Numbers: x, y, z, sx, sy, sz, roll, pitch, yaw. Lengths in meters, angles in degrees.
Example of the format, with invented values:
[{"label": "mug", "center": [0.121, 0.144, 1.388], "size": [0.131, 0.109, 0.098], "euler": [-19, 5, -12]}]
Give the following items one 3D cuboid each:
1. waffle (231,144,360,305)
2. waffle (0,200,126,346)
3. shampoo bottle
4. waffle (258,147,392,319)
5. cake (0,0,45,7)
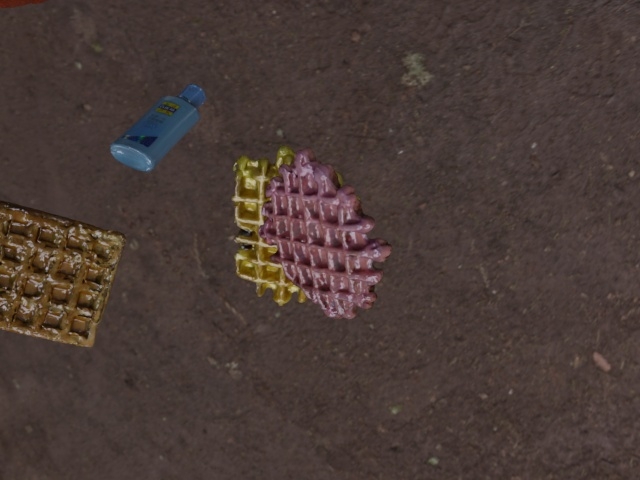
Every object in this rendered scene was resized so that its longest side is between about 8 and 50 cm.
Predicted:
[{"label": "waffle", "center": [-0.055, -0.011, 1.278], "size": [0.283, 0.065, 0.309], "euler": [-33, 113, 27]}, {"label": "waffle", "center": [-0.505, 0.048, 1.259], "size": [0.091, 0.308, 0.212], "euler": [3, 77, 62]}, {"label": "shampoo bottle", "center": [-0.330, -0.248, 1.593], "size": [0.104, 0.258, 0.061], "euler": [21, 138, 14]}, {"label": "waffle", "center": [0.000, 0.000, 1.046], "size": [0.234, 0.055, 0.221], "euler": [52, 140, 15]}, {"label": "cake", "center": [-0.596, -0.604, 1.340], "size": [0.270, 0.269, 0.319], "euler": [148, 104, -72]}]
